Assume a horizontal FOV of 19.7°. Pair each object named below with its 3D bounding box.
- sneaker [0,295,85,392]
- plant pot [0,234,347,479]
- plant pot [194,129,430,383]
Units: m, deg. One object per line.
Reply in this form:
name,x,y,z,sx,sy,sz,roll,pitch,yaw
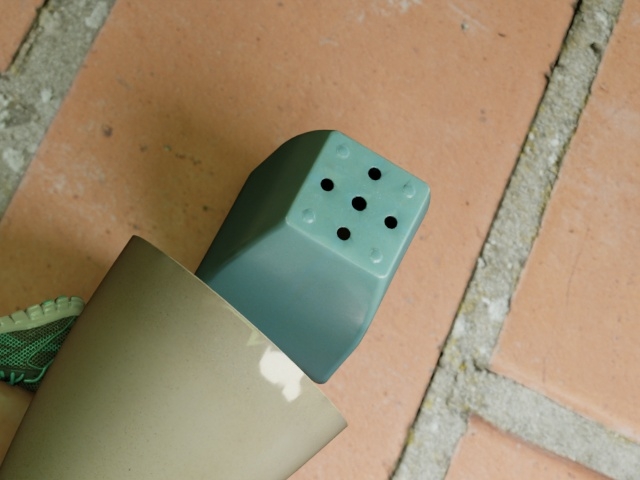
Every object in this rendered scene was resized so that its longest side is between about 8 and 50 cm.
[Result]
sneaker,-0.284,0.107,1.694,0.166,0.065,0.076,-19,83,-20
plant pot,-0.162,0.180,1.629,0.256,0.256,0.274,42,82,-1
plant pot,0.000,0.000,1.722,0.165,0.234,0.165,30,66,-5
